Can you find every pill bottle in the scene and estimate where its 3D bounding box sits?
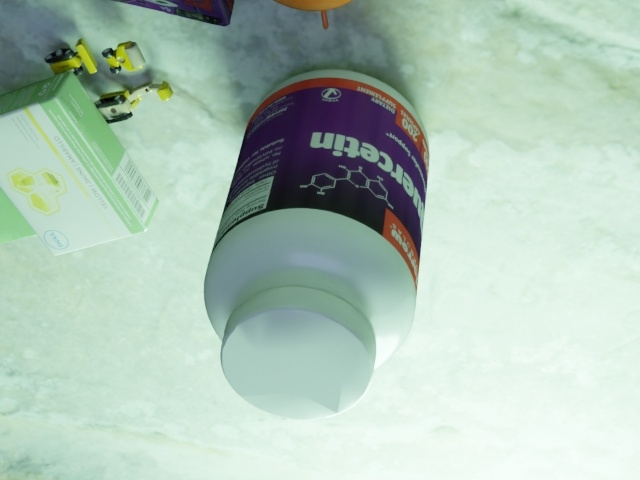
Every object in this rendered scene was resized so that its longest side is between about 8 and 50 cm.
[{"bbox_3d":[0.000,0.000,1.215,0.181,0.323,0.182,4,129,5],"label":"pill bottle"}]

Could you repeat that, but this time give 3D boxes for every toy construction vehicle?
[{"bbox_3d":[-0.199,-0.158,1.307,0.098,0.035,0.086,-11,125,27],"label":"toy construction vehicle"}]

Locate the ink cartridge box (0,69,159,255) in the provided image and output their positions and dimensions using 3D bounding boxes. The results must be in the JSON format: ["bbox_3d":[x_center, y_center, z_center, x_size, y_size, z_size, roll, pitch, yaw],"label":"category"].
[{"bbox_3d":[-0.301,-0.061,1.366,0.235,0.056,0.171,-15,125,26],"label":"ink cartridge box"}]

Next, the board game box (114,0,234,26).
[{"bbox_3d":[-0.175,-0.230,1.073,0.208,0.347,0.056,8,91,0],"label":"board game box"}]

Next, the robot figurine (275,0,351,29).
[{"bbox_3d":[0.001,-0.282,1.119,0.158,0.128,0.219,0,133,-28],"label":"robot figurine"}]
